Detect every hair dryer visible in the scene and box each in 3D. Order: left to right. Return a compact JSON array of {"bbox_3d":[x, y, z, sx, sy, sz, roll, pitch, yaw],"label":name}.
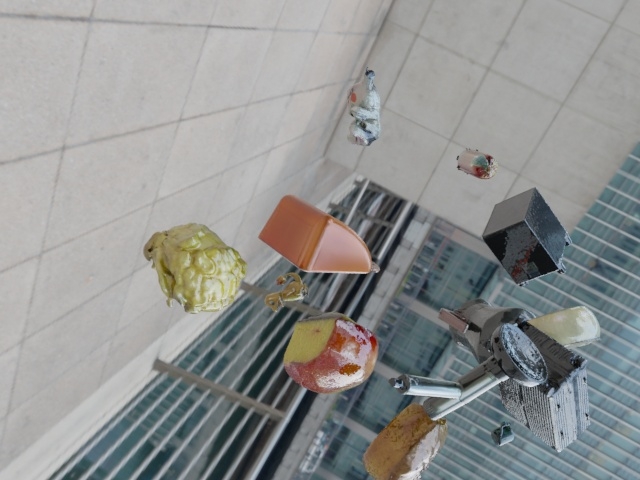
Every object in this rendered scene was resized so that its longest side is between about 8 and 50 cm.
[{"bbox_3d":[0.330,0.337,1.280,0.320,0.155,0.284,-41,152,25],"label":"hair dryer"}]

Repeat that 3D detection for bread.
[{"bbox_3d":[0.268,0.665,1.748,0.312,0.172,0.312,-38,150,-27],"label":"bread"}]

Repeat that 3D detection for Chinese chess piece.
[{"bbox_3d":[0.743,0.300,1.752,0.270,0.270,0.112,100,-23,-67],"label":"Chinese chess piece"}]

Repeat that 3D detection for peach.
[{"bbox_3d":[0.046,0.405,1.920,0.380,0.306,0.242,56,41,-52],"label":"peach"}]

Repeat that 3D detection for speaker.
[{"bbox_3d":[0.677,0.712,2.030,0.075,0.060,0.094,-19,145,-13],"label":"speaker"},{"bbox_3d":[0.727,-0.008,1.936,0.184,0.254,0.232,-28,-163,43],"label":"speaker"}]

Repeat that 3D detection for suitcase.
[{"bbox_3d":[0.604,0.403,1.525,0.152,0.229,0.335,-34,128,-13],"label":"suitcase"}]

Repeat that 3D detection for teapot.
[{"bbox_3d":[0.686,0.383,2.271,0.305,0.376,0.362,-69,-160,2],"label":"teapot"}]

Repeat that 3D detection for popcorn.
[{"bbox_3d":[-0.284,0.065,1.257,0.190,0.250,0.250,-49,173,2],"label":"popcorn"}]

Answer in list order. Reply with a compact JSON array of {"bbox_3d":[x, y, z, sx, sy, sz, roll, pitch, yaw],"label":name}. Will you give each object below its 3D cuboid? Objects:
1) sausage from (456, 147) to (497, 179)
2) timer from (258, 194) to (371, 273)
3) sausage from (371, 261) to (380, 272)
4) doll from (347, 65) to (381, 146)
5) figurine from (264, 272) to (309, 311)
[{"bbox_3d":[0.442,-0.212,1.544,0.083,0.083,0.264,-63,-177,13],"label":"sausage"},{"bbox_3d":[0.000,0.000,1.582,0.250,0.257,0.161,24,96,-43],"label":"timer"},{"bbox_3d":[0.210,0.105,2.217,0.158,0.042,0.036,37,47,-73],"label":"sausage"},{"bbox_3d":[0.119,-0.352,1.500,0.149,0.095,0.192,80,11,-80],"label":"doll"},{"bbox_3d":[-0.141,0.196,2.147,0.176,0.122,0.121,-27,162,-5],"label":"figurine"}]
